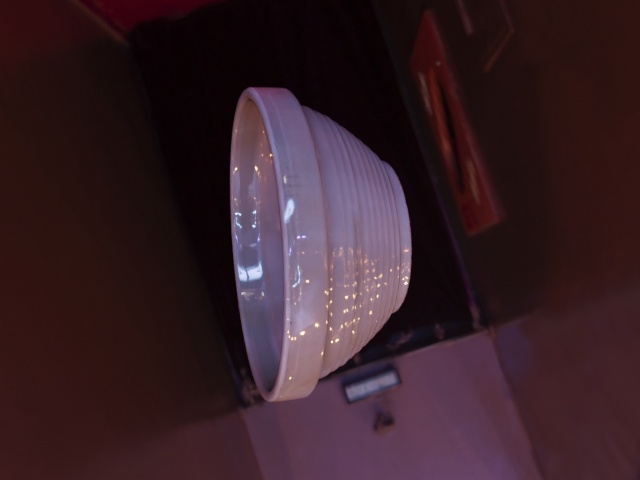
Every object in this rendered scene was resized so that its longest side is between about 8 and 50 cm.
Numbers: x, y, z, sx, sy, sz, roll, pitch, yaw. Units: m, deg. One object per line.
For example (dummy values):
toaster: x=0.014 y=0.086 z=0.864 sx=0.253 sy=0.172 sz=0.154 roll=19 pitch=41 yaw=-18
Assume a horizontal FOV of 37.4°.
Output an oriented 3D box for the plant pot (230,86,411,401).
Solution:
plant pot: x=0.000 y=0.000 z=0.726 sx=0.109 sy=0.237 sz=0.237 roll=-4 pitch=171 yaw=-14
